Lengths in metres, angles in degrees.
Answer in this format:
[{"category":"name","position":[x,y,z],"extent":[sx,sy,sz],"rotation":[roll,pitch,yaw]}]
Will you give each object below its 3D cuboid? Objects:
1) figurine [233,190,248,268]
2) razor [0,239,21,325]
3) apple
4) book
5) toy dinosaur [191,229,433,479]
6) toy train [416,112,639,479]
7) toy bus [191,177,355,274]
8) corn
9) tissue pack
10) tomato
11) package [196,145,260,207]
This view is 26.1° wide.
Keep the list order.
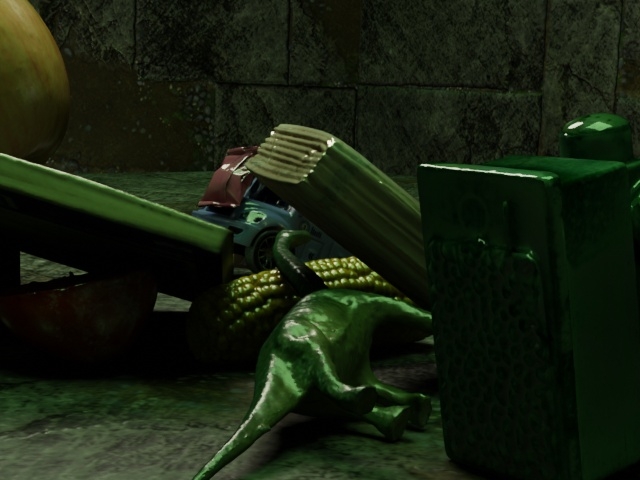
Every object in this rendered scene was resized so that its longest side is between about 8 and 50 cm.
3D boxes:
[{"category":"figurine","position":[-0.020,-0.016,1.894],"extent":[0.236,0.141,0.163],"rotation":[8,50,-12]},{"category":"razor","position":[-0.479,0.037,1.447],"extent":[0.326,0.107,0.189],"rotation":[6,4,-9]},{"category":"apple","position":[-0.494,-0.165,1.633],"extent":[0.346,0.391,0.391],"rotation":[41,6,-4]},{"category":"book","position":[-0.235,-0.006,1.423],"extent":[0.300,0.039,0.428],"rotation":[17,-10,-1]},{"category":"toy dinosaur","position":[-0.041,0.072,1.165],"extent":[0.300,0.087,0.447],"rotation":[23,24,31]},{"category":"toy train","position":[0.191,0.045,1.013],"extent":[0.201,0.266,0.145],"rotation":[-16,16,-35]},{"category":"toy bus","position":[0.000,0.000,1.542],"extent":[0.292,0.133,0.125],"rotation":[24,-7,-37]},{"category":"corn","position":[0.008,0.066,1.404],"extent":[0.310,0.102,0.101],"rotation":[-2,8,-33]},{"category":"tissue pack","position":[0.089,0.012,1.292],"extent":[0.325,0.071,0.170],"rotation":[38,-3,-20]},{"category":"tomato","position":[-0.226,0.075,1.304],"extent":[0.159,0.091,0.139],"rotation":[-10,3,-32]},{"category":"package","position":[-0.093,-0.066,1.455],"extent":[0.059,0.083,0.029],"rotation":[1,-35,40]}]
